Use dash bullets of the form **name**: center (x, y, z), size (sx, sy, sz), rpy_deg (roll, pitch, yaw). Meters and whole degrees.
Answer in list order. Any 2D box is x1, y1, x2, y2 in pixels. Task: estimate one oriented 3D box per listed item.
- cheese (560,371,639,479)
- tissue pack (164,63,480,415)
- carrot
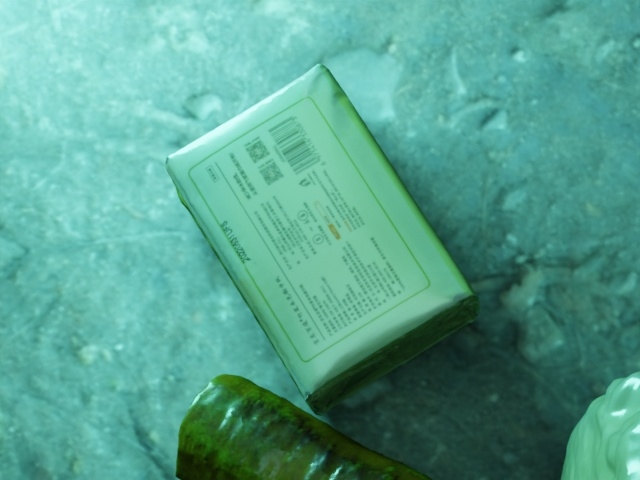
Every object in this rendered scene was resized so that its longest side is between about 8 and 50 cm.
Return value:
- **cheese**: center (0.231, 0.253, 1.291), size (0.115, 0.318, 0.326), rpy_deg (7, 114, -1)
- **tissue pack**: center (0.000, 0.000, 1.476), size (0.159, 0.125, 0.234), rpy_deg (-32, 74, -3)
- **carrot**: center (0.030, 0.215, 1.406), size (0.302, 0.114, 0.114), rpy_deg (29, 78, 21)
